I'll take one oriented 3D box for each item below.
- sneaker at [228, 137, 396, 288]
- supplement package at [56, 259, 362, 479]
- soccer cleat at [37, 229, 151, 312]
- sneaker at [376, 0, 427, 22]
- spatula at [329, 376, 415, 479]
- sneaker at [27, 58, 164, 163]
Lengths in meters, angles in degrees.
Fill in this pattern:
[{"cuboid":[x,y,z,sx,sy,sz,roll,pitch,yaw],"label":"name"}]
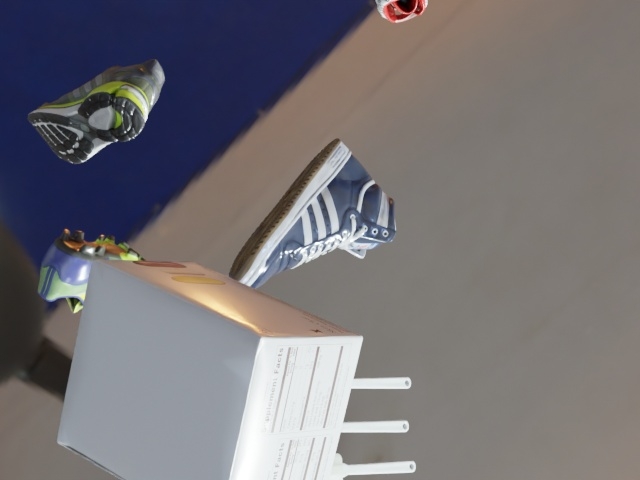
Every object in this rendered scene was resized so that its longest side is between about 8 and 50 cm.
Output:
[{"cuboid":[0.000,0.000,2.234,0.282,0.153,0.099,-53,-167,-31],"label":"sneaker"},{"cuboid":[-0.117,0.150,1.613,0.262,0.145,0.204,21,-77,41],"label":"supplement package"},{"cuboid":[-0.345,0.058,2.488,0.093,0.289,0.121,31,-85,23],"label":"soccer cleat"},{"cuboid":[0.104,-0.408,2.535,0.090,0.145,0.270,-17,177,-4],"label":"sneaker"},{"cuboid":[0.053,0.252,2.200,0.019,0.242,0.168,-9,-99,43],"label":"spatula"},{"cuboid":[-0.342,-0.204,2.494,0.300,0.111,0.121,-9,-146,46],"label":"sneaker"}]
